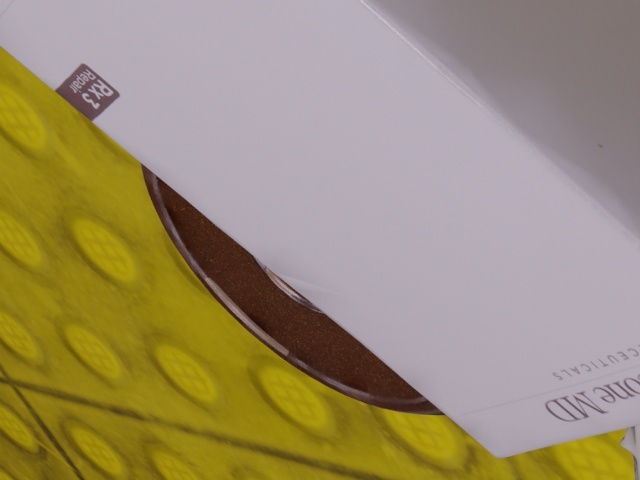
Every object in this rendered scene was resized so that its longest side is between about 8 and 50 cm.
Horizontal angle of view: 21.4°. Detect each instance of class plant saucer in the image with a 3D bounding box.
[{"bbox_3d":[0.000,0.000,1.011,0.310,0.050,0.310,32,150,21],"label":"plant saucer"}]

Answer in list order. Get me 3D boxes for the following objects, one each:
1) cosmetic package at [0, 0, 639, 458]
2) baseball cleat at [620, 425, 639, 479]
[{"bbox_3d":[0.024,-0.093,0.694,0.385,0.156,0.217,41,152,-10],"label":"cosmetic package"},{"bbox_3d":[0.216,0.146,0.913,0.109,0.072,0.206,17,147,28],"label":"baseball cleat"}]
